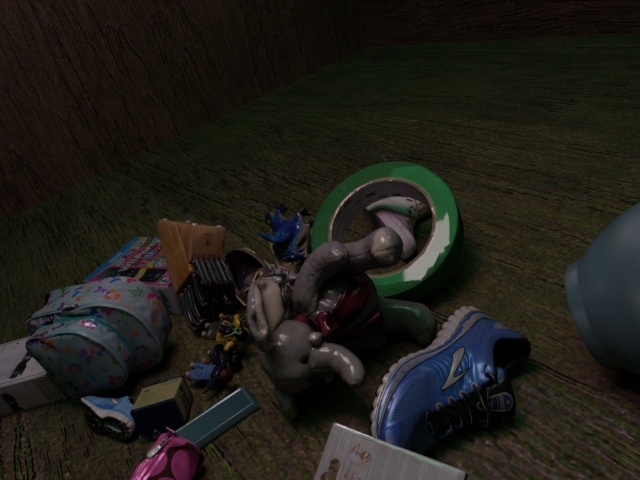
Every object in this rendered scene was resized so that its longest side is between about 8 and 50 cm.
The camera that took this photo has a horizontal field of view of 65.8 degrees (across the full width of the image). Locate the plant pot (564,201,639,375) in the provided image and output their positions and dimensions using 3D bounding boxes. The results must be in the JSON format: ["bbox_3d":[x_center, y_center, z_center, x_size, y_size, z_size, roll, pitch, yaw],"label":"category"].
[{"bbox_3d":[0.485,0.082,0.707,0.196,0.293,0.293,-28,18,42],"label":"plant pot"}]

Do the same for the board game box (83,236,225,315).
[{"bbox_3d":[-0.448,0.086,1.348,0.304,0.097,0.224,-1,33,28],"label":"board game box"}]

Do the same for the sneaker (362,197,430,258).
[{"bbox_3d":[0.214,-0.068,1.230,0.169,0.108,0.292,-23,29,-2],"label":"sneaker"}]

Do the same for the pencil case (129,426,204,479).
[{"bbox_3d":[-0.267,0.393,0.740,0.095,0.098,0.209,13,41,16],"label":"pencil case"}]

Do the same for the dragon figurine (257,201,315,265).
[{"bbox_3d":[-0.095,-0.012,1.229,0.289,0.085,0.144,15,63,44],"label":"dragon figurine"}]

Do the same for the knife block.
[{"bbox_3d":[-0.308,0.077,1.185,0.088,0.241,0.276,5,3,-42],"label":"knife block"}]

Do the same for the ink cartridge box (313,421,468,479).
[{"bbox_3d":[0.078,0.332,0.622,0.180,0.045,0.145,12,67,24],"label":"ink cartridge box"}]

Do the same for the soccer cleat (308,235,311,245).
[{"bbox_3d":[0.000,0.000,1.238,0.084,0.029,0.035,-8,27,9],"label":"soccer cleat"}]

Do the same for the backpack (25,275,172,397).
[{"bbox_3d":[-0.454,0.197,1.038,0.254,0.225,0.191,-17,31,7],"label":"backpack"}]

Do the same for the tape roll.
[{"bbox_3d":[0.140,-0.016,1.068,0.322,0.077,0.320,-11,60,20],"label":"tape roll"}]

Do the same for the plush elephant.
[{"bbox_3d":[0.004,0.152,0.841,0.330,0.271,0.255,0,44,24],"label":"plush elephant"}]

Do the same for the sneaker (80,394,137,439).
[{"bbox_3d":[-0.402,0.336,0.966,0.162,0.063,0.073,7,21,30],"label":"sneaker"}]

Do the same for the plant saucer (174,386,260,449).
[{"bbox_3d":[-0.205,0.333,0.888,0.192,0.018,0.067,-30,32,-21],"label":"plant saucer"}]

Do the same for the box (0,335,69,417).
[{"bbox_3d":[-0.699,0.308,1.125,0.290,0.087,0.169,-17,30,3],"label":"box"}]

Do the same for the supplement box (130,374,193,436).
[{"bbox_3d":[-0.294,0.307,0.923,0.083,0.056,0.083,-17,17,2],"label":"supplement box"}]

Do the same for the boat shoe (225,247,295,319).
[{"bbox_3d":[-0.135,0.108,1.107,0.116,0.097,0.324,-48,32,1],"label":"boat shoe"}]

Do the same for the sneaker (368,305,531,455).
[{"bbox_3d":[0.202,0.223,0.738,0.330,0.129,0.147,-38,33,-30],"label":"sneaker"}]

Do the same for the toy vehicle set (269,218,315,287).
[{"bbox_3d":[-0.035,0.035,1.265,0.166,0.035,0.266,-20,30,-4],"label":"toy vehicle set"}]

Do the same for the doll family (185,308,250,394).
[{"bbox_3d":[-0.193,0.219,0.998,0.112,0.076,0.192,-1,62,31],"label":"doll family"}]
